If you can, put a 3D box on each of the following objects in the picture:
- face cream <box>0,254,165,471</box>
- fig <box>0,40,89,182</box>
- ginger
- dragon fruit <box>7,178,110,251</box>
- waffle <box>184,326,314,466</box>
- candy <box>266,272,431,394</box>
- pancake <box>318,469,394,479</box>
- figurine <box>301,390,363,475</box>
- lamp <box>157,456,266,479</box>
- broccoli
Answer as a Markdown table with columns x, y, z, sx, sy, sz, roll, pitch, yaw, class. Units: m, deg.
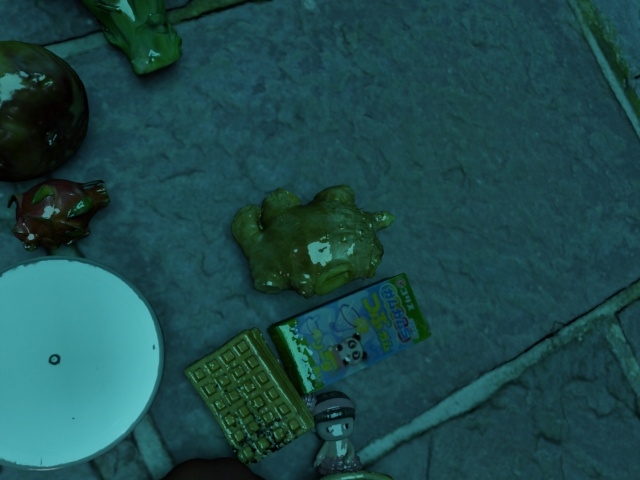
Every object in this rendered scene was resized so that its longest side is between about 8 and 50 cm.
| x | y | z | sx | sy | sz | roll | pitch | yaw | class |
| --- | --- | --- | --- | --- | --- | --- | --- | --- | --- |
| -0.269 | 0.126 | 0.632 | 0.201 | 0.187 | 0.200 | 3 | 78 | -15 | face cream |
| -0.383 | -0.176 | 0.684 | 0.231 | 0.143 | 0.160 | 40 | 89 | -7 | fig |
| 0.000 | 0.000 | 0.782 | 0.216 | 0.102 | 0.157 | -15 | 57 | -13 | ginger |
| -0.306 | -0.036 | 0.708 | 0.116 | 0.086 | 0.081 | -30 | 83 | -16 | dragon fruit |
| -0.086 | 0.192 | 0.729 | 0.103 | 0.042 | 0.148 | -32 | 87 | 5 | waffle |
| 0.039 | 0.121 | 0.789 | 0.195 | 0.062 | 0.097 | -21 | 85 | -20 | candy |
| 0.035 | 0.337 | 0.735 | 0.140 | 0.022 | 0.139 | -4 | 111 | -11 | pancake |
| 0.014 | 0.256 | 0.763 | 0.072 | 0.054 | 0.129 | -8 | 88 | -2 | figurine |
| -0.124 | 0.335 | 0.658 | 0.182 | 0.140 | 0.181 | 3 | 75 | -12 | lamp |
| -0.240 | -0.345 | 0.731 | 0.254 | 0.269 | 0.268 | -22 | 86 | -14 | broccoli |
